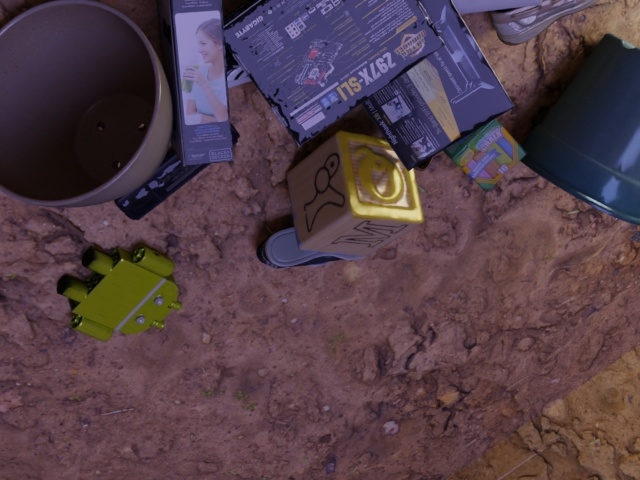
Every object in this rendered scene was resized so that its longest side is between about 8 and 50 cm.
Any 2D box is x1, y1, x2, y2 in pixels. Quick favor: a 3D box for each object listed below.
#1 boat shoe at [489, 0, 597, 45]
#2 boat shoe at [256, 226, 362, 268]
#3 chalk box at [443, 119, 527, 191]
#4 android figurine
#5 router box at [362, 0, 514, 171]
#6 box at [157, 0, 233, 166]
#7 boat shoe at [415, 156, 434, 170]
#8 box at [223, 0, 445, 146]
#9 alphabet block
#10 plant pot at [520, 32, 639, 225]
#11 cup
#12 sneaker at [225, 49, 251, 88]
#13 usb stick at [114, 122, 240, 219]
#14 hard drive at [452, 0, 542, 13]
[{"bbox_3d":[0.482,-0.518,1.797,0.302,0.109,0.098,-32,139,8],"label":"boat shoe"},{"bbox_3d":[0.000,0.000,2.005,0.302,0.091,0.115,-4,87,-26],"label":"boat shoe"},{"bbox_3d":[0.331,-0.229,1.954,0.132,0.132,0.213,-44,135,13],"label":"chalk box"},{"bbox_3d":[-0.416,0.115,1.890,0.248,0.056,0.273,-44,135,12],"label":"android figurine"},{"bbox_3d":[0.188,-0.321,1.693,0.242,0.081,0.309,-30,116,14],"label":"router box"},{"bbox_3d":[-0.212,-0.287,1.486,0.087,0.169,0.290,-8,113,-15],"label":"box"},{"bbox_3d":[0.211,-0.285,1.838,0.122,0.120,0.324,-19,136,-15],"label":"boat shoe"},{"bbox_3d":[0.016,-0.361,1.550,0.322,0.079,0.257,-35,116,7],"label":"box"},{"bbox_3d":[0.068,-0.091,1.835,0.193,0.193,0.197,4,157,-35],"label":"alphabet block"},{"bbox_3d":[0.669,-0.262,2.002,0.341,0.341,0.334,14,113,-38],"label":"plant pot"},{"bbox_3d":[-0.377,-0.198,1.469,0.331,0.331,0.237,-36,166,4],"label":"cup"},{"bbox_3d":[-0.148,-0.350,1.612,0.216,0.079,0.121,-13,120,-14],"label":"sneaker"},{"bbox_3d":[-0.283,-0.141,1.738,0.278,0.045,0.077,-37,131,5],"label":"usb stick"},{"bbox_3d":[0.272,-0.526,1.662,0.318,0.040,0.210,-8,134,-7],"label":"hard drive"}]
